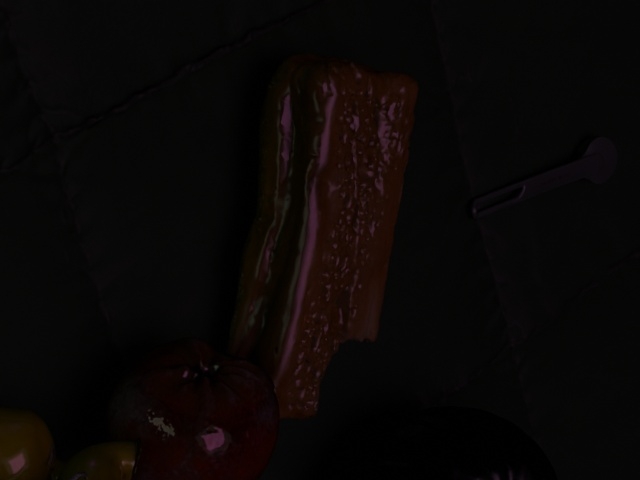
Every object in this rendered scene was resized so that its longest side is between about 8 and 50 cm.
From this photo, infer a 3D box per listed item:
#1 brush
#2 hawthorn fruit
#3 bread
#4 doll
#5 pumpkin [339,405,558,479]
[{"bbox_3d":[0.275,-0.075,1.800,0.266,0.027,0.062,-20,110,-35],"label":"brush"},{"bbox_3d":[-0.126,0.183,1.377,0.173,0.173,0.172,-9,103,-42],"label":"hawthorn fruit"},{"bbox_3d":[0.000,0.000,1.500,0.185,0.109,0.380,5,96,-51],"label":"bread"},{"bbox_3d":[-0.267,0.207,1.253,0.221,0.135,0.143,15,119,-10],"label":"doll"},{"bbox_3d":[0.164,0.323,1.578,0.296,0.296,0.295,-9,103,-42],"label":"pumpkin"}]
